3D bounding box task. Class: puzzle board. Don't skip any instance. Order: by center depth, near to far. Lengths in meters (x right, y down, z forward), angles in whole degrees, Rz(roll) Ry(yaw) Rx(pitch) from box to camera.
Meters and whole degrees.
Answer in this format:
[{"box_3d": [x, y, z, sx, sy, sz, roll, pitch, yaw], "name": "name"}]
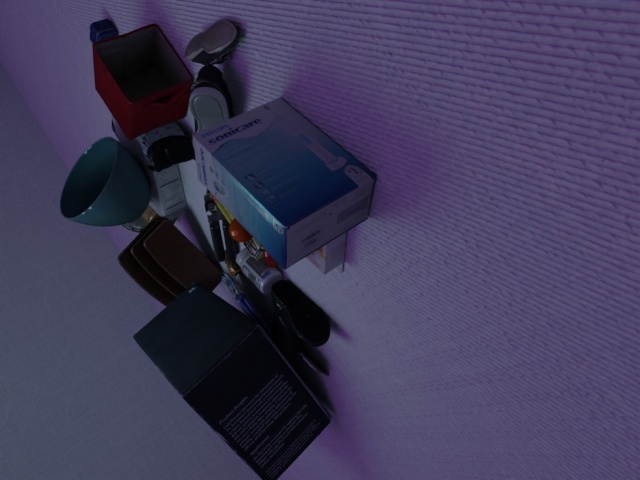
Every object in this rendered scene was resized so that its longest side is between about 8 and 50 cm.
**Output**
[{"box_3d": [-0.036, 0.357, 1.667, 0.128, 0.011, 0.096, 40, 178, 31], "name": "puzzle board"}]

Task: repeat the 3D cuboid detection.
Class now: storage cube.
[{"box_3d": [-0.472, -0.413, 1.475, 0.215, 0.183, 0.193, 56, 153, 5], "name": "storage cube"}]

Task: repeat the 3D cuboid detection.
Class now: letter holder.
[{"box_3d": [-0.530, 0.099, 1.963, 0.302, 0.214, 0.152, 48, 157, -24], "name": "letter holder"}]

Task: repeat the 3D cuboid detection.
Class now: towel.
[{"box_3d": [-0.227, 0.217, 1.769, 0.209, 0.034, 0.285, 57, 169, -22], "name": "towel"}]

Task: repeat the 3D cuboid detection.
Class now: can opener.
[{"box_3d": [-0.303, -0.058, 1.705, 0.284, 0.075, 0.095, 91, 171, -47], "name": "can opener"}]

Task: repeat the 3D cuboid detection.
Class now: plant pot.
[{"box_3d": [-0.671, -0.161, 1.811, 0.290, 0.290, 0.195, 27, 175, 46], "name": "plant pot"}]

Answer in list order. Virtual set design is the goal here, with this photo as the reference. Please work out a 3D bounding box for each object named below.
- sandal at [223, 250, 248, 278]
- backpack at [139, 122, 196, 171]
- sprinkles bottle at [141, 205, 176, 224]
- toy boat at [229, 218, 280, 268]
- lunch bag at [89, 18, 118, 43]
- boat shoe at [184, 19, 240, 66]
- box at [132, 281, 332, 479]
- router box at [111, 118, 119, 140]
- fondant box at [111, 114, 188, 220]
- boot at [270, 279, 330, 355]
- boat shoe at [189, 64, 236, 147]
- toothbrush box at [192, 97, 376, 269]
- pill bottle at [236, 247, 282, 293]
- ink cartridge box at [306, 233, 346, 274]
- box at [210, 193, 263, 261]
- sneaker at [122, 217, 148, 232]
[{"box_3d": [-0.286, 0.085, 1.817, 0.180, 0.049, 0.072, 26, 138, 47], "name": "sandal"}, {"box_3d": [-0.462, -0.293, 1.648, 0.182, 0.151, 0.115, 47, 146, 45], "name": "backpack"}, {"box_3d": [-0.691, -0.177, 2.145, 0.355, 0.121, 0.121, 41, 148, 30], "name": "sprinkles bottle"}, {"box_3d": [-0.131, -0.025, 1.262, 0.231, 0.151, 0.151, -96, 8, -82], "name": "toy boat"}, {"box_3d": [-0.658, -0.621, 1.701, 0.065, 0.067, 0.098, 56, 151, 5], "name": "lunch bag"}, {"box_3d": [-0.223, -0.421, 1.211, 0.064, 0.075, 0.206, 24, 169, -38], "name": "boat shoe"}, {"box_3d": [-0.290, 0.442, 1.804, 0.479, 0.297, 0.472, 19, 146, 54], "name": "box"}, {"box_3d": [-0.738, -0.414, 2.074, 0.092, 0.038, 0.122, 58, 153, 3], "name": "router box"}, {"box_3d": [-0.581, -0.258, 1.911, 0.238, 0.096, 0.331, 40, 146, 32], "name": "fondant box"}, {"box_3d": [-0.059, 0.254, 1.557, 0.246, 0.094, 0.207, 44, 147, 37], "name": "boot"}, {"box_3d": [-0.252, -0.292, 1.339, 0.302, 0.114, 0.091, 115, 161, -65], "name": "boat shoe"}, {"box_3d": [-0.075, -0.121, 1.075, 0.295, 0.216, 0.126, 43, 149, 26], "name": "toothbrush box"}, {"box_3d": [-0.179, 0.083, 1.605, 0.137, 0.078, 0.078, 42, 149, 29], "name": "pill bottle"}, {"box_3d": [0.000, 0.000, 1.240, 0.104, 0.061, 0.181, 42, 149, 30], "name": "ink cartridge box"}, {"box_3d": [-0.214, -0.060, 1.538, 0.232, 0.058, 0.087, 56, 153, 6], "name": "box"}, {"box_3d": [-0.822, -0.189, 2.340, 0.344, 0.134, 0.146, 60, 152, -1], "name": "sneaker"}]
